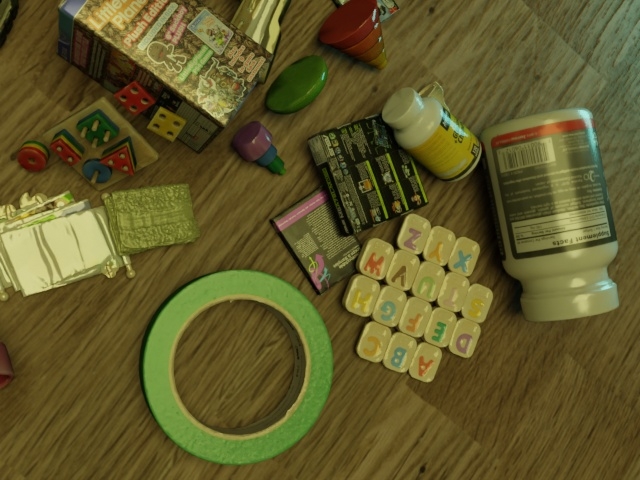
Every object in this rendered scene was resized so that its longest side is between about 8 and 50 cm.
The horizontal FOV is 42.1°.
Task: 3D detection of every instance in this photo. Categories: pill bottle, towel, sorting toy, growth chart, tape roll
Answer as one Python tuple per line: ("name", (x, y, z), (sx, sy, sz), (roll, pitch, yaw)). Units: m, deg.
("pill bottle", (0.197, -0.190, 1.484), (0.184, 0.103, 0.103), (35, 76, -34))
("towel", (-0.281, -0.038, 1.390), (0.148, 0.027, 0.110), (-12, 89, -25))
("sorting toy", (0.207, -0.240, 1.559), (0.075, 0.045, 0.083), (42, 75, -18))
("growth chart", (-0.435, 0.002, 1.349), (0.237, 0.021, 0.172), (-12, 90, -18))
("tape roll", (-0.140, 0.209, 1.399), (0.321, 0.077, 0.321), (1, 85, -17))
("sorting toy", (-0.342, -0.143, 1.306), (0.132, 0.274, 0.046), (49, 28, -34))
("pill bottle", (0.423, -0.045, 1.524), (0.210, 0.210, 0.363), (-11, 90, -18))
("sorting toy", (0.003, -0.260, 1.473), (0.365, 0.127, 0.126), (-51, 126, -8))

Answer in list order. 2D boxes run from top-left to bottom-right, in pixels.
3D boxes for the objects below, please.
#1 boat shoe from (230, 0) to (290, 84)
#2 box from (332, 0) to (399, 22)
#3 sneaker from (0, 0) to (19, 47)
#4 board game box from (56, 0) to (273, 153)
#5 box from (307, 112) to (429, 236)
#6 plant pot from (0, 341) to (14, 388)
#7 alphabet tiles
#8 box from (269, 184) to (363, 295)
("boat shoe", (-0.099, -0.428, 1.430), (0.103, 0.113, 0.302), (17, 85, -3))
("box", (0.070, -0.456, 1.535), (0.094, 0.027, 0.137), (-38, 98, -15))
("sneaker", (-0.533, -0.473, 1.294), (0.182, 0.158, 0.410), (25, 76, -3))
("board game box", (-0.253, -0.294, 1.316), (0.291, 0.232, 0.141), (35, 76, -13))
("box", (0.088, -0.123, 1.490), (0.184, 0.045, 0.191), (-23, 94, -34))
("plant pot", (-0.575, 0.150, 1.216), (0.201, 0.201, 0.180), (-19, 76, -18))
("alphabet tiles", (0.182, 0.106, 1.516), (0.284, 0.021, 0.278), (24, 85, -21))
("box", (0.000, 0.000, 1.482), (0.116, 0.029, 0.162), (-34, 95, -16))
